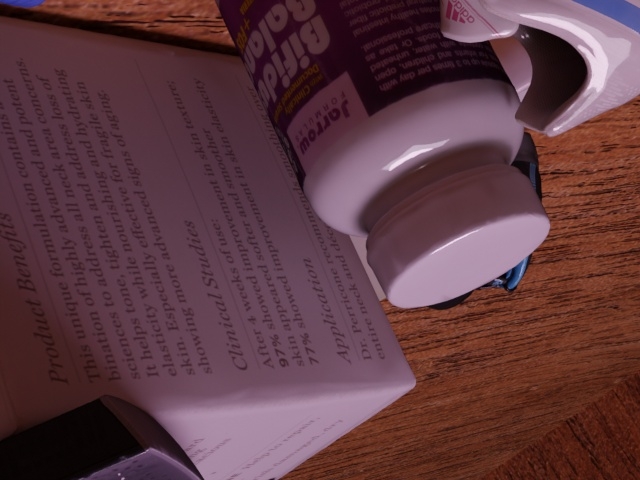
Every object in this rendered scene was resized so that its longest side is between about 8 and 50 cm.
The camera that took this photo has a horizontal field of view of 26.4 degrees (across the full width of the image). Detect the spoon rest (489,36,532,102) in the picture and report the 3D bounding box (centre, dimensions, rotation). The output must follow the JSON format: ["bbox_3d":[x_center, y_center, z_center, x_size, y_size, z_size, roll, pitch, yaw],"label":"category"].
[{"bbox_3d":[0.209,-0.172,1.361,0.137,0.084,0.276,-30,171,17],"label":"spoon rest"}]

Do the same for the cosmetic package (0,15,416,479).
[{"bbox_3d":[-0.211,0.056,1.064,0.394,0.329,0.327,3,147,-49],"label":"cosmetic package"}]

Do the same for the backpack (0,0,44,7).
[{"bbox_3d":[-0.173,-0.198,0.833,0.120,0.098,0.101,-36,160,24],"label":"backpack"}]

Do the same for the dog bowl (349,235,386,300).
[{"bbox_3d":[0.000,0.000,1.470,0.265,0.104,0.265,-22,159,-9],"label":"dog bowl"}]

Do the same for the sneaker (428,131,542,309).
[{"bbox_3d":[0.171,0.012,1.613,0.125,0.139,0.341,-4,152,-12],"label":"sneaker"}]

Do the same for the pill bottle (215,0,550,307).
[{"bbox_3d":[0.044,-0.110,0.989,0.169,0.301,0.169,-21,158,-9],"label":"pill bottle"}]

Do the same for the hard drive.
[{"bbox_3d":[-0.158,0.169,0.854,0.172,0.054,0.254,-23,159,-3],"label":"hard drive"}]

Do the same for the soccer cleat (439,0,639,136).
[{"bbox_3d":[0.111,-0.211,0.847,0.143,0.331,0.116,-38,-158,-5],"label":"soccer cleat"}]
